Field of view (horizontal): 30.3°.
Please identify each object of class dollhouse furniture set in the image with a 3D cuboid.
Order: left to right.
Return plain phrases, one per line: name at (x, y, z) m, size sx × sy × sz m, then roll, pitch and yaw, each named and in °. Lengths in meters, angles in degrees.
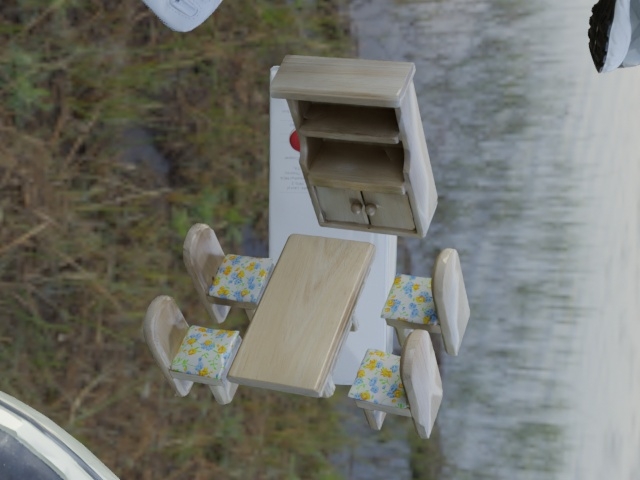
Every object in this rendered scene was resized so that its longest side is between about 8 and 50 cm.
dollhouse furniture set at (0.000, 0.000, 0.901) m, size 0.161 × 0.212 × 0.242 m, roll 72°, pitch 33°, yaw -47°

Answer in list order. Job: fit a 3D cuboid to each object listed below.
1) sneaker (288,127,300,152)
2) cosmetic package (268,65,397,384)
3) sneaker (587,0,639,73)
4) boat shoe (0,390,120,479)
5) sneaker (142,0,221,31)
sneaker at (0.021, -0.090, 1.174) m, size 0.067 × 0.118 × 0.042 m, roll -66°, pitch 157°, yaw -61°
cosmetic package at (0.020, -0.022, 1.515) m, size 0.217 × 0.156 × 0.385 m, roll -29°, pitch 122°, yaw -82°
sneaker at (0.452, -0.356, 1.661) m, size 0.272 × 0.107 × 0.100 m, roll 92°, pitch -8°, yaw -48°
boat shoe at (-0.328, 0.144, 0.707) m, size 0.156 × 0.500 × 0.187 m, roll -67°, pitch -177°, yaw -53°
sneaker at (-0.027, -0.258, 0.863) m, size 0.365 × 0.210 × 0.137 m, roll 12°, pitch 40°, yaw -33°
